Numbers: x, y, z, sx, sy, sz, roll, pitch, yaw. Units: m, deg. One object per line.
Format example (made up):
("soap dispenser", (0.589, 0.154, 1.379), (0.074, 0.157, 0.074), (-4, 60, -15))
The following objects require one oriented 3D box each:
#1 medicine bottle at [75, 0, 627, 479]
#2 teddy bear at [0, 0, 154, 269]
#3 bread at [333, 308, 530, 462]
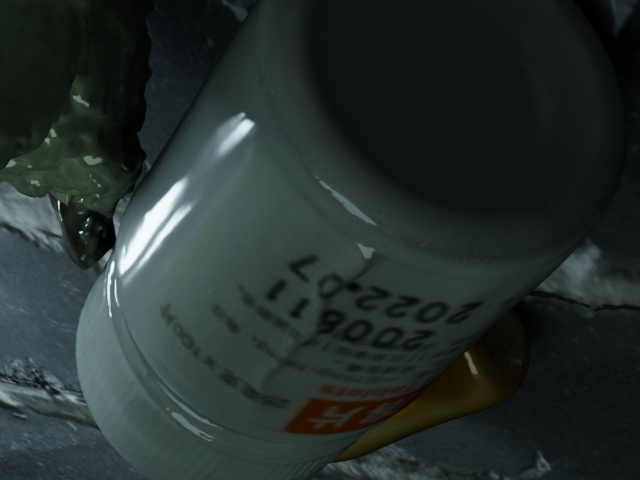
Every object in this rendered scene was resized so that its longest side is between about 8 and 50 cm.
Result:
("medicine bottle", (0.000, 0.000, 1.122), (0.211, 0.211, 0.371), (37, 144, -1))
("teddy bear", (-0.236, -0.141, 1.106), (0.362, 0.375, 0.327), (-57, 48, 42))
("bread", (0.055, 0.088, 1.335), (0.239, 0.074, 0.093), (-27, 90, 55))
